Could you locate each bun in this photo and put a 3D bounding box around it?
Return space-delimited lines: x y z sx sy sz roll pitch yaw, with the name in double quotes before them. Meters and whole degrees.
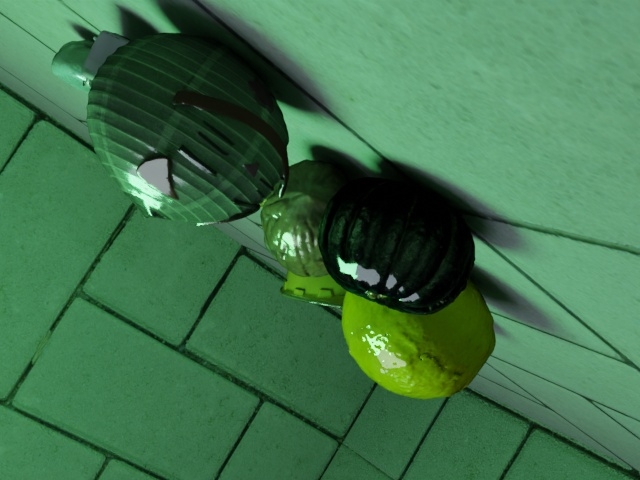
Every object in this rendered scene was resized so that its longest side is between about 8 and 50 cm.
"bun" -0.388 -0.297 1.549 0.141 0.083 0.141 22 177 1

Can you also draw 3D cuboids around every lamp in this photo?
"lamp" -0.163 -0.131 1.126 0.265 0.233 0.233 32 175 -42

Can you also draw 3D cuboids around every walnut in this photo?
"walnut" -0.013 -0.034 1.371 0.178 0.178 0.230 31 168 10

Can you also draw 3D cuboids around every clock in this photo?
"clock" -0.222 -0.209 1.334 0.248 0.090 0.227 29 -177 -8

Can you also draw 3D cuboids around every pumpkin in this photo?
"pumpkin" 0.104 0.008 1.218 0.221 0.161 0.220 20 174 2

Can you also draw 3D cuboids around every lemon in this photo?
"lemon" 0.168 0.148 1.575 0.261 0.260 0.284 28 173 27

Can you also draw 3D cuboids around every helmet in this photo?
"helmet" 0.026 0.059 1.998 0.205 0.140 0.257 -7 -169 -43

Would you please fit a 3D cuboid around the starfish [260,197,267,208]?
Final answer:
"starfish" -0.173 -0.118 1.799 0.358 0.078 0.347 26 167 -18
